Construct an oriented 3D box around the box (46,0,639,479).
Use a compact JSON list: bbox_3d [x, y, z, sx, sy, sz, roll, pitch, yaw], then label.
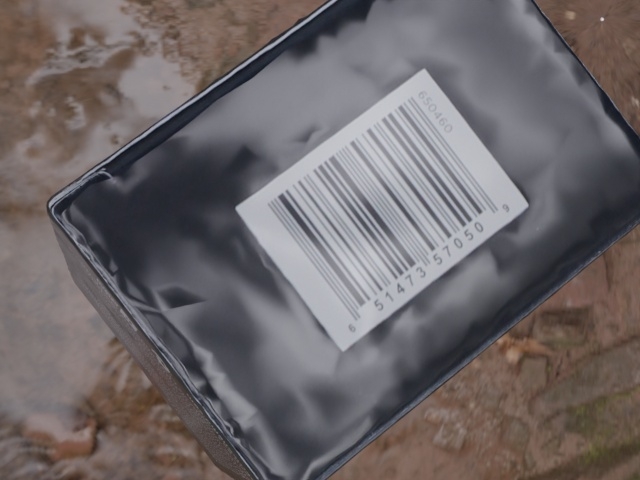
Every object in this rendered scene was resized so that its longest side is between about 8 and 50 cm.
[{"bbox_3d":[0.000,0.000,0.862,0.293,0.395,0.212,-38,89,-12],"label":"box"}]
